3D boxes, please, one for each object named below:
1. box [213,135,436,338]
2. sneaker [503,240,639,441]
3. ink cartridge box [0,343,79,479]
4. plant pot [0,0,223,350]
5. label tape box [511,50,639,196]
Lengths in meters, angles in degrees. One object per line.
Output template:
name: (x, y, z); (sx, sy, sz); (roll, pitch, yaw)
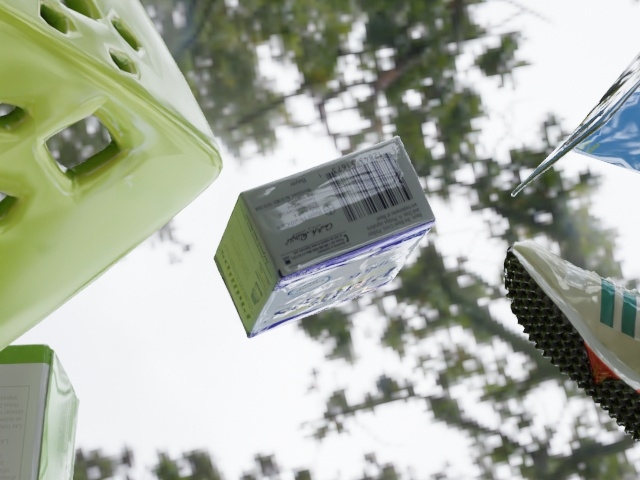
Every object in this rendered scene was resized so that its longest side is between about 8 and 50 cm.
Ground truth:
box: (0.000, 0.000, 1.129); (0.072, 0.126, 0.137); (65, -19, 14)
sneaker: (0.179, 0.052, 0.920); (0.161, 0.075, 0.057); (46, -23, 21)
ink cartridge box: (-0.270, 0.204, 1.043); (0.097, 0.188, 0.255); (79, 10, -60)
plant pot: (-0.208, -0.078, 0.580); (0.228, 0.227, 0.207); (57, 6, 28)
label tape box: (0.334, -0.149, 1.337); (0.106, 0.334, 0.240); (41, -16, 0)
